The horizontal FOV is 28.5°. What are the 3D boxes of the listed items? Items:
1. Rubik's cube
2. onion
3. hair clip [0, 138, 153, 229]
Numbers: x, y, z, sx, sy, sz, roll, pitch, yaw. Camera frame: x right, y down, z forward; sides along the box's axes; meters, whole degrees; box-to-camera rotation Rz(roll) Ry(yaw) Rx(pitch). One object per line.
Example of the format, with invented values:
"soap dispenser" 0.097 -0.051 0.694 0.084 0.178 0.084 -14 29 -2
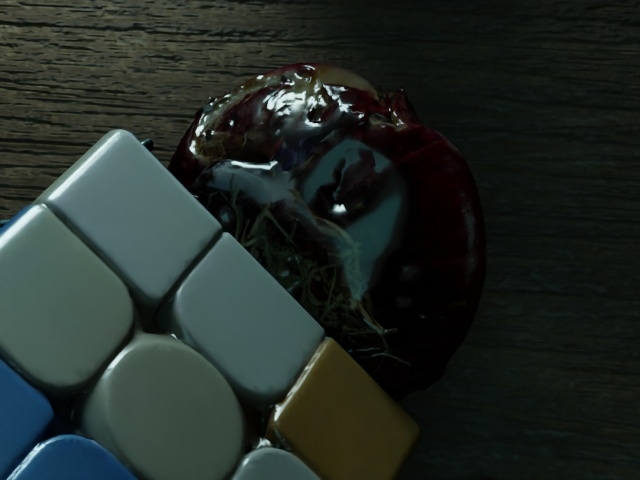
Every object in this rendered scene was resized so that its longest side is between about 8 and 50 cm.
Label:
"Rubik's cube" -0.197 0.192 0.937 0.344 0.347 0.346 46 131 -9
"onion" 0.000 0.000 1.086 0.314 0.232 0.313 5 102 27
"hair clip" -0.259 -0.030 1.202 0.230 0.039 0.070 -16 87 7
